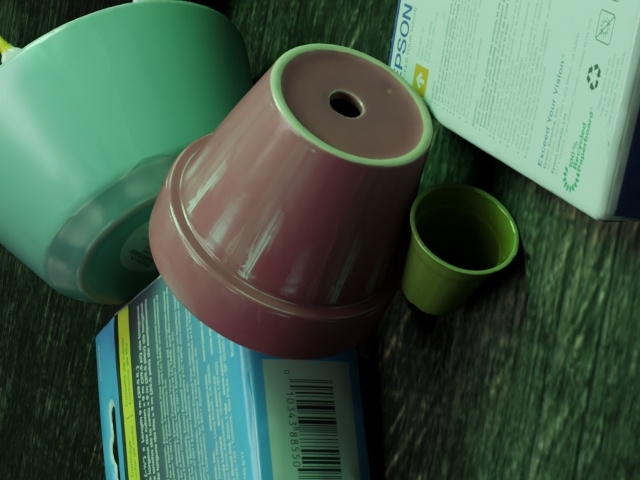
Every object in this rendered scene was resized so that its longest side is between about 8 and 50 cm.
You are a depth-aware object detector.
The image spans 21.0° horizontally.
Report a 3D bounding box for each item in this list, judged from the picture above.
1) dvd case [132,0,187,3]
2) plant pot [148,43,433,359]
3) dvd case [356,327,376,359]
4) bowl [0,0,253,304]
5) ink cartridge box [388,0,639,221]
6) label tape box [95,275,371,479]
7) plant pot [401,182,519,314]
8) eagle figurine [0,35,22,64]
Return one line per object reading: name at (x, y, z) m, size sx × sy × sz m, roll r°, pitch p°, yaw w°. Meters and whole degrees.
dvd case at (-0.140, -0.352, 1.762) m, size 0.180 × 0.022 × 0.253 m, roll -40°, pitch -37°, yaw -81°
plant pot at (-0.009, -0.041, 1.304) m, size 0.180 × 0.201 × 0.201 m, roll 120°, pitch 145°, yaw -42°
dvd case at (0.000, 0.000, 1.510) m, size 0.221 × 0.018 × 0.164 m, roll 20°, pitch 100°, yaw 61°
bowl at (-0.173, -0.057, 1.595) m, size 0.163 × 0.312 × 0.311 m, roll 59°, pitch 135°, yaw 27°
ink cartridge box at (0.164, -0.214, 1.178) m, size 0.330 × 0.071 × 0.324 m, roll -137°, pitch 53°, yaw -61°
label tape box at (-0.088, 0.153, 1.518) m, size 0.348 × 0.115 × 0.249 m, roll 141°, pitch 126°, yaw -58°
plant pot at (0.095, 0.013, 1.281) m, size 0.079 × 0.083 × 0.083 m, roll 114°, pitch 151°, yaw -51°
eagle figurine at (-0.271, -0.119, 1.790) m, size 0.226 × 0.225 × 0.298 m, roll -65°, pitch 15°, yaw 13°
